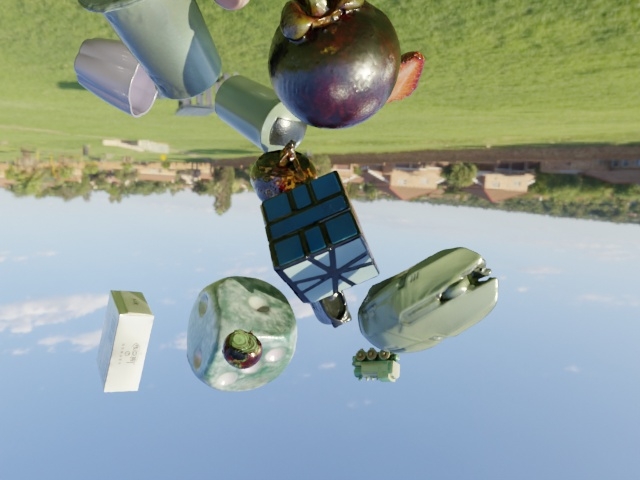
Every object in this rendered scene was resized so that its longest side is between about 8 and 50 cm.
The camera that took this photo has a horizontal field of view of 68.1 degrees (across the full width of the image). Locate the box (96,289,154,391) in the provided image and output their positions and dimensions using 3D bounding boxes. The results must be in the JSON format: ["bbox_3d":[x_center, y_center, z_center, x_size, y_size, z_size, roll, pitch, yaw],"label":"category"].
[{"bbox_3d":[-0.617,0.309,1.484,0.111,0.260,0.194,7,-166,-33],"label":"box"}]

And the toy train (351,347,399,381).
[{"bbox_3d":[0.206,0.473,1.797,0.194,0.125,0.081,-13,145,32],"label":"toy train"}]

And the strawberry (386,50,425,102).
[{"bbox_3d":[0.237,-0.537,1.531,0.236,0.106,0.175,-23,156,31],"label":"strawberry"}]

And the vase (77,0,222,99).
[{"bbox_3d":[-0.363,-0.487,1.079,0.245,0.244,0.291,5,154,16],"label":"vase"}]

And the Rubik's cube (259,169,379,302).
[{"bbox_3d":[0.000,0.000,1.528,0.289,0.283,0.293,-24,142,8],"label":"Rubik's cube"}]

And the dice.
[{"bbox_3d":[-0.313,0.364,1.840,0.328,0.348,0.330,11,-146,-33],"label":"dice"}]

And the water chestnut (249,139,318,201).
[{"bbox_3d":[-0.146,-0.272,1.918,0.301,0.299,0.300,3,-174,0],"label":"water chestnut"}]

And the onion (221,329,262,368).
[{"bbox_3d":[-0.229,0.319,1.379,0.117,0.118,0.118,30,-172,3],"label":"onion"}]

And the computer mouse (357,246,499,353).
[{"bbox_3d":[0.269,0.184,1.287,0.429,0.228,0.145,-35,177,28],"label":"computer mouse"}]

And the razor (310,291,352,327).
[{"bbox_3d":[0.029,0.222,1.772,0.114,0.204,0.349,-23,176,-11],"label":"razor"}]

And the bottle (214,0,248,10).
[{"bbox_3d":[-0.248,-0.847,1.456,0.207,0.296,0.173,21,155,8],"label":"bottle"}]

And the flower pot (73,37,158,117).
[{"bbox_3d":[-0.755,-0.625,1.769,0.243,0.264,0.265,21,-174,0],"label":"flower pot"}]

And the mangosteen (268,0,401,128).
[{"bbox_3d":[0.035,-0.393,1.006,0.298,0.296,0.293,0,145,-27],"label":"mangosteen"}]

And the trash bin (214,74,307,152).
[{"bbox_3d":[-0.264,-0.577,2.197,0.432,0.280,0.281,36,-157,29],"label":"trash bin"}]
